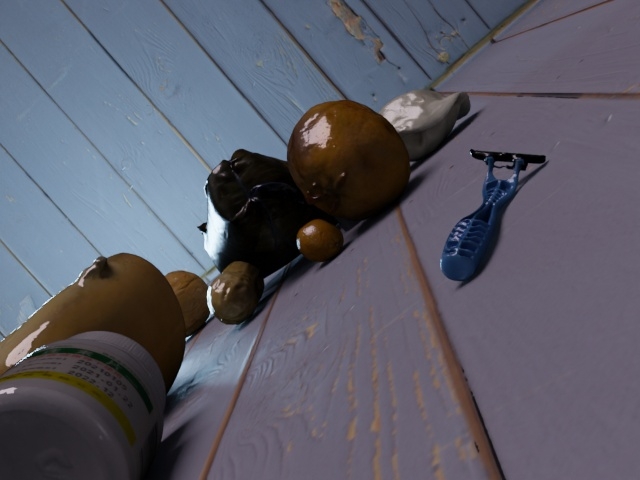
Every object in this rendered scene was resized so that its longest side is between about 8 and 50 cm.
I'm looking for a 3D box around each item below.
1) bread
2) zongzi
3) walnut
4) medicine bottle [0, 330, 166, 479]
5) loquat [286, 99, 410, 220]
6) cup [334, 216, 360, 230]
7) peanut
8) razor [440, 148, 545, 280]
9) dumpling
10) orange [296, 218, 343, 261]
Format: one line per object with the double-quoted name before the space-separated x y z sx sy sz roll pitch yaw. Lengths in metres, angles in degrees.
"bread" -0.399 0.232 1.477 0.348 0.253 0.376 -39 4 43
"zongzi" -0.032 -0.109 1.835 0.432 0.207 0.403 -28 -15 -14
"walnut" -0.351 0.162 2.215 0.197 0.165 0.165 -35 0 -43
"medicine bottle" -0.294 0.225 1.069 0.208 0.208 0.339 -40 6 4
"loquat" 0.050 -0.146 1.613 0.193 0.238 0.238 -40 5 35
"cup" 0.060 -0.078 1.754 0.100 0.077 0.078 -43 6 -29
"peanut" -0.158 0.098 1.728 0.103 0.098 0.229 -37 4 11
"razor" 0.163 -0.030 0.897 0.082 0.042 0.253 6 28 19
"dumpling" 0.192 -0.231 1.837 0.250 0.132 0.162 -26 -5 -6
"orange" 0.000 0.000 1.569 0.085 0.085 0.085 -40 6 5
